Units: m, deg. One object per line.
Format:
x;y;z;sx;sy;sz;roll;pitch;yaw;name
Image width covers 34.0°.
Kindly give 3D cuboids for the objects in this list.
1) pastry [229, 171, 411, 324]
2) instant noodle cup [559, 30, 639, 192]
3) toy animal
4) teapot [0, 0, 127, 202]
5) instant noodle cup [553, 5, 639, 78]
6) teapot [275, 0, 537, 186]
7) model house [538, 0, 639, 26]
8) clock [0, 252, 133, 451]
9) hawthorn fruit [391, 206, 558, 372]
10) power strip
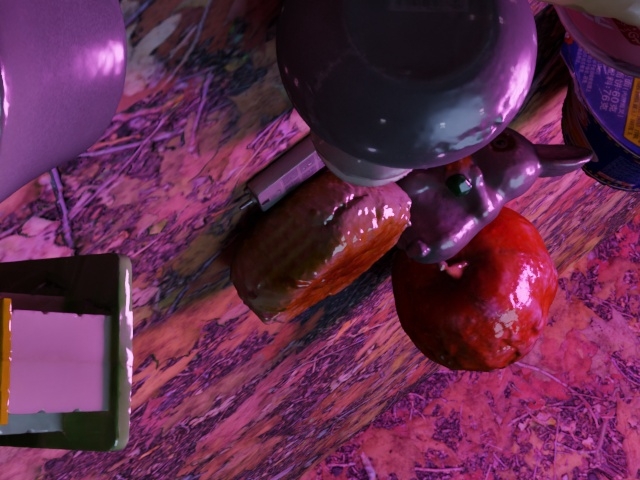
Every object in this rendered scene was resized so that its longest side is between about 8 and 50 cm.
0.000;0.000;1.088;0.192;0.093;0.182;-43;164;20;pastry
0.412;-0.183;1.272;0.284;0.284;0.312;-40;171;-3;instant noodle cup
0.196;-0.072;1.251;0.251;0.125;0.127;-28;-158;-8;toy animal
-0.163;-0.085;0.478;0.239;0.162;0.149;-46;175;34;teapot
0.279;-0.271;0.805;0.243;0.243;0.231;-43;156;7;instant noodle cup
0.053;-0.124;0.805;0.183;0.183;0.251;-37;175;-11;teapot
0.109;-0.264;0.323;0.382;0.334;0.342;0;124;-30;model house
-0.258;0.053;0.513;0.220;0.106;0.255;-5;171;33;clock
0.202;0.054;1.431;0.242;0.242;0.272;-41;154;2;hawthorn fruit
-0.022;-0.070;0.996;0.136;0.019;0.051;-38;164;-9;power strip
